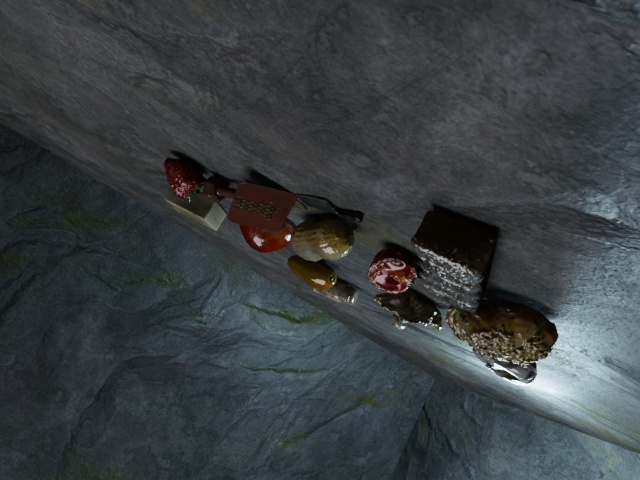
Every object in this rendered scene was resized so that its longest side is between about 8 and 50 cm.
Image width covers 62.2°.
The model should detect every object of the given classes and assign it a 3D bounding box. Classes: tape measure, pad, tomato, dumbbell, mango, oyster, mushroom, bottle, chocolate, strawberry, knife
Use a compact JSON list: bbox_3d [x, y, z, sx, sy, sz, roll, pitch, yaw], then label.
[{"bbox_3d":[0.697,0.456,1.968,0.236,0.120,0.197,23,161,40],"label":"tape measure"},{"bbox_3d":[-0.185,-0.098,1.637,0.181,0.004,0.267,12,153,-13],"label":"pad"},{"bbox_3d":[0.217,0.075,1.564,0.139,0.091,0.159,19,140,-2],"label":"tomato"},{"bbox_3d":[-0.288,-0.154,1.730,0.230,0.082,0.092,18,165,40],"label":"dumbbell"},{"bbox_3d":[-0.037,0.134,2.267,0.253,0.113,0.138,23,166,30],"label":"mango"},{"bbox_3d":[0.336,0.248,1.950,0.341,0.110,0.166,30,173,-19],"label":"oyster"},{"bbox_3d":[0.373,0.366,2.443,0.079,0.085,0.085,-26,134,31],"label":"mushroom"},{"bbox_3d":[0.077,0.228,2.451,0.209,0.097,0.110,22,-162,25],"label":"bottle"},{"bbox_3d":[0.000,0.000,1.623,0.134,0.134,0.309,34,166,-25],"label":"chocolate"},{"bbox_3d":[-0.211,-0.034,1.912,0.233,0.140,0.200,30,161,-7],"label":"tomato"},{"bbox_3d":[-0.464,-0.212,1.785,0.148,0.131,0.131,24,169,-17],"label":"strawberry"},{"bbox_3d":[0.017,-0.094,1.469,0.245,0.019,0.072,18,163,45],"label":"knife"}]

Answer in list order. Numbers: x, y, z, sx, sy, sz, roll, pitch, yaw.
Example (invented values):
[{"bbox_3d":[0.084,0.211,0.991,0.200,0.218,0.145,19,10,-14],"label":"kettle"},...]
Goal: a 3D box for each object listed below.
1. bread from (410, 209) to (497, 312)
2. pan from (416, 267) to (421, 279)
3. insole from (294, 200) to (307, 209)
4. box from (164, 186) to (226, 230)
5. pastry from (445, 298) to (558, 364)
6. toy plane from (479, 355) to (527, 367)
[{"bbox_3d":[0.318,0.067,1.260,0.165,0.113,0.416,25,168,22],"label":"bread"},{"bbox_3d":[0.320,0.103,1.592,0.068,0.023,0.115,35,168,-27],"label":"pan"},{"bbox_3d":[-0.130,-0.124,1.689,0.086,0.005,0.253,36,165,-34],"label":"insole"},{"bbox_3d":[-0.527,-0.144,2.248,0.212,0.095,0.168,26,166,13],"label":"box"},{"bbox_3d":[0.498,0.257,1.488,0.255,0.162,0.311,23,172,-18],"label":"pastry"},{"bbox_3d":[0.598,0.357,1.811,0.229,0.092,0.244,45,160,16],"label":"toy plane"}]
